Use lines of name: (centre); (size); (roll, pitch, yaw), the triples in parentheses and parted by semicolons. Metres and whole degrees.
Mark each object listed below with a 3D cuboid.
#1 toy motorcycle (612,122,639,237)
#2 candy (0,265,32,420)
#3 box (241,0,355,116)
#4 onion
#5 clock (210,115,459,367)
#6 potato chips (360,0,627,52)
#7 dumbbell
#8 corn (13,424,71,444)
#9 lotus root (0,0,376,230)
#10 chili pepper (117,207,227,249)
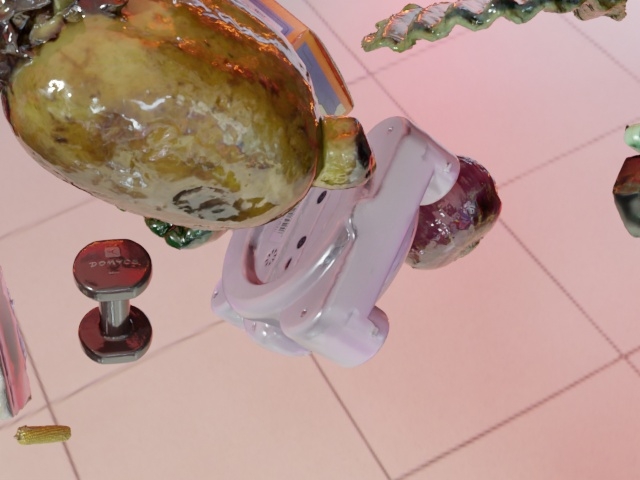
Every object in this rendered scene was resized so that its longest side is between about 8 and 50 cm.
toy motorcycle: (0.364, 0.022, 0.879); (0.125, 0.331, 0.196); (-3, 52, 42)
candy: (-0.585, 0.178, 1.804); (0.116, 0.265, 0.155); (-12, 10, 0)
box: (-0.161, -0.350, 2.085); (0.257, 0.318, 0.349); (-46, 61, -2)
onion: (0.165, -0.041, 1.454); (0.153, 0.177, 0.177); (37, 56, -10)
clock: (0.000, 0.000, 1.278); (0.322, 0.113, 0.295); (-5, 56, 60)
potato chips: (0.242, -0.314, 1.462); (0.359, 0.070, 0.429); (-4, 13, 15)
dumbbell: (-0.370, 0.112, 1.886); (0.141, 0.225, 0.124); (-4, 48, -15)
corn: (-0.383, 0.266, 1.446); (0.083, 0.028, 0.027); (3, 6, -39)
lotus root: (-0.096, -0.092, 0.698); (0.314, 0.141, 0.169); (24, 46, -27)
chili pepper: (-0.244, -0.066, 1.888); (0.165, 0.174, 0.261); (55, 30, 5)
